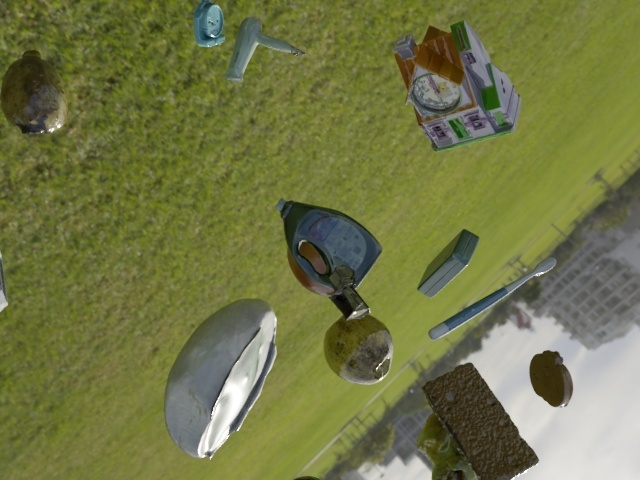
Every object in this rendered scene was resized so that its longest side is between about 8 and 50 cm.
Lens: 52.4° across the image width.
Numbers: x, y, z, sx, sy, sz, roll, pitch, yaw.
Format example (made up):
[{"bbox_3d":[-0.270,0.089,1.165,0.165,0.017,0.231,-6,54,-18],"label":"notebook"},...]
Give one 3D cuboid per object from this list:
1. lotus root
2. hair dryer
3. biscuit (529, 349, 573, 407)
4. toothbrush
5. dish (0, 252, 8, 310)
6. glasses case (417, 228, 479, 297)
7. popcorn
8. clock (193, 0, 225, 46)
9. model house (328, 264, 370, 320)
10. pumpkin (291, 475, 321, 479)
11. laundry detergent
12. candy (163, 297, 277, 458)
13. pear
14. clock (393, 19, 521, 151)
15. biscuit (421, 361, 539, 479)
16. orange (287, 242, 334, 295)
[{"bbox_3d":[-0.644,-0.333,1.456,0.138,0.214,0.138,-14,167,-3],"label":"lotus root"},{"bbox_3d":[-0.164,-0.575,2.010,0.075,0.237,0.207,53,51,-71],"label":"hair dryer"},{"bbox_3d":[0.666,0.387,1.860,0.050,0.170,0.170,-7,151,-17],"label":"biscuit"},{"bbox_3d":[0.272,0.090,1.018,0.275,0.019,0.025,-26,160,-25],"label":"toothbrush"},{"bbox_3d":[-0.691,0.047,1.334,0.064,0.234,0.154,-11,156,-22],"label":"dish"},{"bbox_3d":[0.262,0.050,1.345,0.078,0.039,0.184,-58,179,-32],"label":"glasses case"},{"bbox_3d":[0.396,0.582,1.803,0.276,0.276,0.225,-42,138,-8],"label":"popcorn"},{"bbox_3d":[-0.313,-0.624,1.826,0.108,0.045,0.147,-48,143,-54],"label":"clock"},{"bbox_3d":[0.051,0.089,1.119,0.058,0.083,0.057,-5,138,-50],"label":"model house"},{"bbox_3d":[-0.040,0.626,1.445,0.202,0.140,0.202,12,90,-73],"label":"pumpkin"},{"bbox_3d":[0.000,0.000,1.208,0.137,0.210,0.063,-55,-174,-1],"label":"laundry detergent"},{"bbox_3d":[-0.254,0.331,1.702,0.427,0.186,0.386,-50,155,-40],"label":"candy"},{"bbox_3d":[0.108,0.300,1.772,0.197,0.197,0.197,-41,164,-14],"label":"pear"},{"bbox_3d":[0.314,-0.385,1.596,0.235,0.309,0.166,-11,-137,39],"label":"clock"},{"bbox_3d":[0.303,0.353,1.251,0.131,0.231,0.025,-20,149,-19],"label":"biscuit"},{"bbox_3d":[0.012,0.041,1.654,0.206,0.206,0.206,-41,164,-14],"label":"orange"}]
